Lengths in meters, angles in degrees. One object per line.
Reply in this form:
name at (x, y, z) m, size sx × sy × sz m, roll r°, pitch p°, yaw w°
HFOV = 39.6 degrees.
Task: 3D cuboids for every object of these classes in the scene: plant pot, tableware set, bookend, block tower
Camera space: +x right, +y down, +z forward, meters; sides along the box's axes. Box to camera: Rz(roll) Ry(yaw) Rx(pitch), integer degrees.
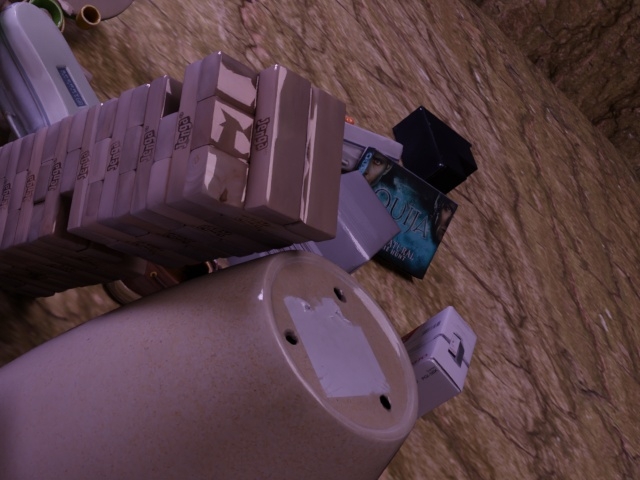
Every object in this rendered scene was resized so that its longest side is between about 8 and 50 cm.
plant pot at (-0.080, 0.134, 0.566) m, size 0.256 × 0.274 × 0.256 m, roll 37°, pitch 31°, yaw -27°
tableware set at (-0.267, -0.183, 0.884) m, size 0.104 × 0.024 × 0.154 m, roll 39°, pitch 53°, yaw -27°
bookend at (0.219, -0.136, 1.594) m, size 0.157 × 0.072 × 0.156 m, roll 29°, pitch 35°, yaw -39°
block tower at (-0.138, -0.031, 0.607) m, size 0.091 × 0.335 × 0.097 m, roll 24°, pitch 63°, yaw -42°

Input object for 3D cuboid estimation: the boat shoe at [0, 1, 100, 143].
boat shoe at (-0.245, -0.101, 0.814) m, size 0.227 × 0.081 × 0.079 m, roll 64°, pitch 23°, yaw 1°

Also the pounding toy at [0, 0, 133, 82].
pounding toy at (-0.305, -0.303, 0.981) m, size 0.183 × 0.110 × 0.236 m, roll 42°, pitch 56°, yaw -42°

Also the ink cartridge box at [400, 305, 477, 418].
ink cartridge box at (0.125, 0.150, 1.061) m, size 0.056 × 0.099 × 0.135 m, roll 50°, pitch 28°, yaw -6°

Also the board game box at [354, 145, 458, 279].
board game box at (0.105, -0.036, 1.246) m, size 0.186 × 0.126 × 0.026 m, roll 28°, pitch -4°, yaw -38°

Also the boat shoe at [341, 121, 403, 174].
boat shoe at (-0.005, -0.127, 1.214) m, size 0.268 × 0.088 × 0.096 m, roll 13°, pitch 6°, yaw -40°

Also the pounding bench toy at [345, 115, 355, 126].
pounding bench toy at (0.016, -0.168, 1.324) m, size 0.052 × 0.065 × 0.083 m, roll 26°, pitch 36°, yaw -40°

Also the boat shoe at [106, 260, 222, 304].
boat shoe at (-0.118, 0.046, 0.851) m, size 0.178 × 0.060 × 0.064 m, roll 25°, pitch 37°, yaw -42°

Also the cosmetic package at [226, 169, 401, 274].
cosmetic package at (0.000, 0.000, 0.980) m, size 0.107 × 0.127 × 0.238 m, roll 54°, pitch 17°, yaw 4°
